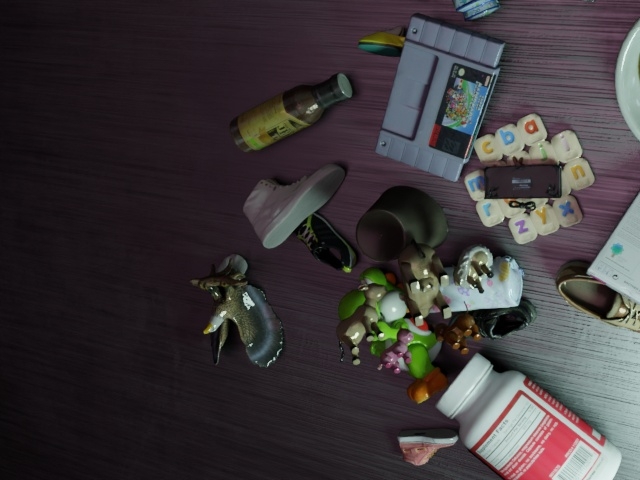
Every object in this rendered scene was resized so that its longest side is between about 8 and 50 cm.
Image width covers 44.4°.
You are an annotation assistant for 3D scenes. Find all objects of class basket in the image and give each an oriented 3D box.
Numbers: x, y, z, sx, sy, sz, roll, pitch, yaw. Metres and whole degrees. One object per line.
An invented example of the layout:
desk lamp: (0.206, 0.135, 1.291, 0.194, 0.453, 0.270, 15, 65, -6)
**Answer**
basket: (0.186, -0.034, 1.923, 0.204, 0.227, 0.154, 36, 115, 16)

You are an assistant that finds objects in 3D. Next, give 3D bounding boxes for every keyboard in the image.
keyboard: (0.476, -0.123, 1.851, 0.180, 0.023, 0.108, 1, 96, 27)

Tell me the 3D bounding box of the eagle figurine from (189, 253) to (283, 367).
eagle figurine: (-0.258, 0.212, 2.252, 0.226, 0.225, 0.298, 46, 163, 54)

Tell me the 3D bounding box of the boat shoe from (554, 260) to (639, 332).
boat shoe: (0.686, 0.151, 1.778, 0.325, 0.116, 0.123, 19, 112, 22)

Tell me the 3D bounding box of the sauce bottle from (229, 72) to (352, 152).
sauce bottle: (-0.079, -0.337, 2.049, 0.345, 0.111, 0.111, -22, 92, 30)

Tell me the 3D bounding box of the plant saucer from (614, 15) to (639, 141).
plant saucer: (0.806, -0.327, 1.576, 0.401, 0.101, 0.400, 27, 135, 31)

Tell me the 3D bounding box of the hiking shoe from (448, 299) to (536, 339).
hiking shoe: (0.410, 0.200, 1.930, 0.227, 0.114, 0.086, -18, 93, 29)

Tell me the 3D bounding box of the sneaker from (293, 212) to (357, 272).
sneaker: (0.000, 0.000, 2.097, 0.235, 0.097, 0.084, 36, 115, 15)

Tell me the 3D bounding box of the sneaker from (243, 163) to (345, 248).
sneaker: (-0.084, -0.136, 2.100, 0.292, 0.108, 0.169, -42, 58, 7)

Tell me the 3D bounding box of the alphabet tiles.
alphabet tiles: (0.492, -0.144, 1.862, 0.284, 0.021, 0.277, -24, 91, 29)

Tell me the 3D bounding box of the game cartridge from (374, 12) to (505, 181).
game cartridge: (0.278, -0.332, 1.858, 0.230, 0.068, 0.354, 24, 122, 17)

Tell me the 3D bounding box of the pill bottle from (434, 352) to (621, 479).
pill bottle: (0.488, 0.464, 1.888, 0.408, 0.229, 0.229, 38, 116, 14)

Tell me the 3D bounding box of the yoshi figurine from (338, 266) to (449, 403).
yoshi figurine: (0.168, 0.252, 2.022, 0.204, 0.203, 0.362, -35, 81, 36)

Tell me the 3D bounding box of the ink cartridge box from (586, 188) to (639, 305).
ink cartridge box: (0.743, -0.011, 1.702, 0.186, 0.065, 0.311, 33, 91, 16)

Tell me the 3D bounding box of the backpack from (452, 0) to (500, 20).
backpack: (0.355, -0.549, 1.782, 0.105, 0.114, 0.084, -19, 93, 28)

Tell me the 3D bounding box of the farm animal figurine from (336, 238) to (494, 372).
farm animal figurine: (0.209, 0.137, 1.828, 0.331, 0.172, 0.326, 0, 123, -15)

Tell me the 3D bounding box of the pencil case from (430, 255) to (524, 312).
pencil case: (0.358, 0.113, 1.934, 0.273, 0.113, 0.124, -9, 118, 29)

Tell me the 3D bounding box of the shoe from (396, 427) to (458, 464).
shoe: (0.293, 0.555, 2.104, 0.178, 0.063, 0.081, -9, 99, 33)

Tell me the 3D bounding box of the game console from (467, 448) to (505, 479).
game console: (0.436, 0.576, 1.999, 0.144, 0.124, 0.085, 38, 114, 14)

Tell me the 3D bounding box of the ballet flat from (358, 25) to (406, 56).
ballet flat: (0.208, -0.479, 1.905, 0.231, 0.077, 0.077, 18, 88, 19)
